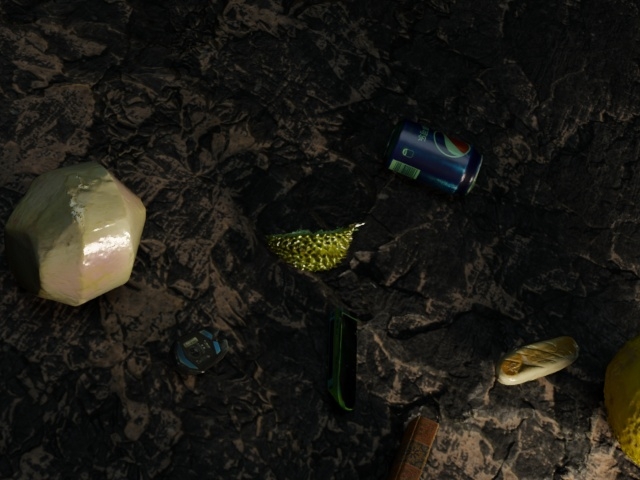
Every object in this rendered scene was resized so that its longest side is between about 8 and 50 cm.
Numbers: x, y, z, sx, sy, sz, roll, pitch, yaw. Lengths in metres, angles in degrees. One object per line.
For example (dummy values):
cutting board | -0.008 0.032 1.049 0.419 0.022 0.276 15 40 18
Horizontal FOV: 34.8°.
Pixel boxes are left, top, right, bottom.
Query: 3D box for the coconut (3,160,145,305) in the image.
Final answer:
coconut | -0.422 -0.016 1.807 0.259 0.259 0.259 9 52 -12

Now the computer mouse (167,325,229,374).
computer mouse | -0.222 0.201 1.827 0.079 0.047 0.135 52 44 7

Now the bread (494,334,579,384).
bread | 0.420 0.236 2.005 0.214 0.053 0.073 -15 63 -30

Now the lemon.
lemon | 0.659 0.300 1.903 0.257 0.258 0.310 -5 59 -21

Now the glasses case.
glasses case | 0.143 0.411 1.769 0.049 0.075 0.218 24 51 4

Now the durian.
durian | 0.000 0.000 2.034 0.215 0.086 0.100 -5 42 -19

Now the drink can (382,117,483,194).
drink can | 0.243 -0.179 2.218 0.204 0.118 0.118 23 51 -2

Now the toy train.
toy train | 0.038 0.225 1.895 0.044 0.042 0.209 25 48 -27
